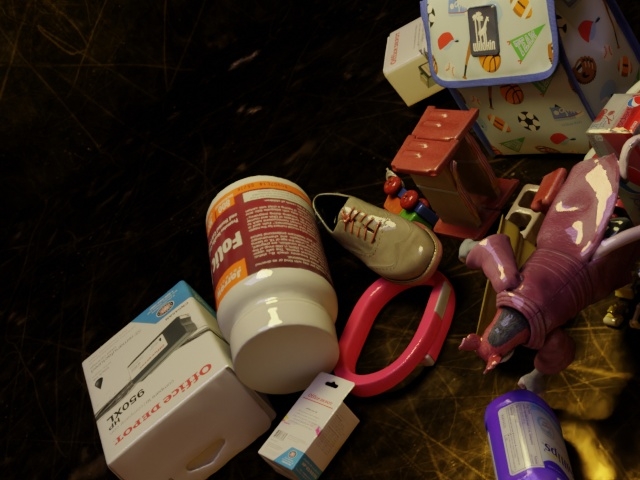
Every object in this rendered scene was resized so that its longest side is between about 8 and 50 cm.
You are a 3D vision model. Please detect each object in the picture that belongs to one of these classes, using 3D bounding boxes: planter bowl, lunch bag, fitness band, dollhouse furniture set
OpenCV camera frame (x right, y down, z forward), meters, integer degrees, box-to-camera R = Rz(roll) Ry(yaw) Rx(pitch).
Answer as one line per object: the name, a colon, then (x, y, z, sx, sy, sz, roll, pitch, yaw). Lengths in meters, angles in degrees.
planter bowl: (0.313, 0.072, 1.500, 0.090, 0.217, 0.217, 12, 46, 10)
lunch bag: (0.393, -0.346, 1.750, 0.327, 0.385, 0.239, 7, 51, 51)
fitness band: (0.133, 0.158, 1.672, 0.209, 0.054, 0.291, -14, 36, 41)
dollhouse furniture set: (0.330, -0.096, 1.588, 0.374, 0.201, 0.152, 14, 61, 44)

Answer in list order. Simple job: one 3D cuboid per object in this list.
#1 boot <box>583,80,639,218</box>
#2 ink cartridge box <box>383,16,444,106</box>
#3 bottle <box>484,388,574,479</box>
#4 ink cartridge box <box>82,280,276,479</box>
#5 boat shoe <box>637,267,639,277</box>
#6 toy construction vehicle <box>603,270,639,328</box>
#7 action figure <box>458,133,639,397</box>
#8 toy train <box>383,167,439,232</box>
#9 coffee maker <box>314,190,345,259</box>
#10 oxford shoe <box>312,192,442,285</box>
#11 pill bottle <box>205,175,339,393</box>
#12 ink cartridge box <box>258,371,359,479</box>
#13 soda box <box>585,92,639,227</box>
boot: (0.523, -0.143, 1.541, 0.176, 0.088, 0.244, -79, 10, -48)
ink cartridge box: (0.298, -0.466, 2.217, 0.272, 0.115, 0.198, -24, 32, 27)
bottle: (0.280, 0.324, 1.196, 0.092, 0.118, 0.283, -32, 28, 21)
ink cartridge box: (-0.289, 0.291, 1.830, 0.285, 0.166, 0.395, -40, 29, -2)
boat shoe: (0.586, 0.041, 1.216, 0.340, 0.158, 0.127, -30, 30, 15)
toy construction vehicle: (0.472, 0.088, 1.403, 0.098, 0.035, 0.086, -48, 30, -17)
action figure: (0.340, 0.065, 1.286, 0.370, 0.248, 0.275, -41, 6, -31)
toy train: (0.143, -0.053, 1.920, 0.143, 0.105, 0.248, -50, 28, 6)
coffee maker: (0.000, 0.000, 2.000, 0.178, 0.120, 0.171, -32, 55, 14)
oxford shoe: (0.093, -0.008, 1.736, 0.348, 0.130, 0.123, 25, 89, 58)
pill bottle: (-0.091, 0.079, 1.749, 0.224, 0.224, 0.392, -30, 41, 14)
ink cartridge box: (-0.009, 0.319, 1.583, 0.104, 0.062, 0.181, 10, 55, 53)
soda box: (0.500, -0.093, 1.393, 0.083, 0.263, 0.092, 9, 53, 53)
